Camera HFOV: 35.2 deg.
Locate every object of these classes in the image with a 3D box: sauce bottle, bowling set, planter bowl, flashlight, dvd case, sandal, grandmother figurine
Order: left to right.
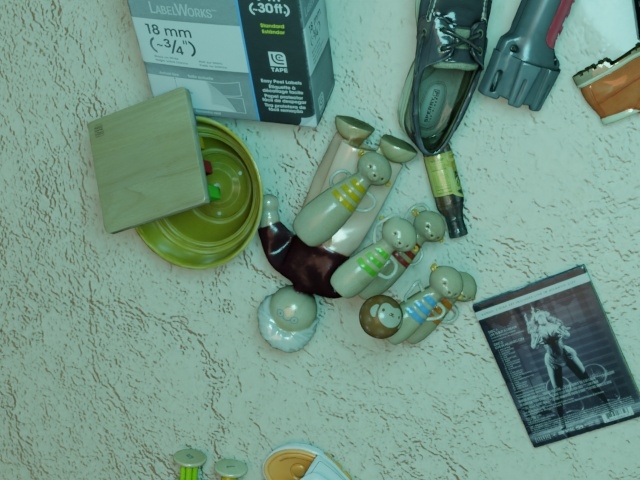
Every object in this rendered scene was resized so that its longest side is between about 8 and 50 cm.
[{"bbox_3d":[-0.164,-0.072,1.447,0.217,0.090,0.217,4,101,20],"label":"planter bowl"},{"bbox_3d":[0.000,0.000,1.409,0.208,0.104,0.342,29,107,19],"label":"grandmother figurine"},{"bbox_3d":[0.024,0.404,1.499,0.265,0.076,0.102,36,110,7],"label":"sandal"},{"bbox_3d":[0.113,0.043,1.289,0.154,0.200,0.287,-42,115,10],"label":"bowling set"},{"bbox_3d":[0.172,-0.067,1.367,0.042,0.042,0.128,-12,100,20],"label":"sauce bottle"},{"bbox_3d":[0.325,0.160,1.379,0.164,0.018,0.221,-23,95,22],"label":"dvd case"},{"bbox_3d":[0.303,-0.311,1.246,0.103,0.103,0.304,26,113,17],"label":"flashlight"}]

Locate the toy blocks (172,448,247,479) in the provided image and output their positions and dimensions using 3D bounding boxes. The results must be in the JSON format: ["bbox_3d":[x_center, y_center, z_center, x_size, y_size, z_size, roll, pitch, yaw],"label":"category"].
[{"bbox_3d":[-0.178,0.411,1.579,0.123,0.054,0.148,10,105,15],"label":"toy blocks"}]

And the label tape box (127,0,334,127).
[{"bbox_3d":[-0.122,-0.314,1.291,0.241,0.106,0.333,8,137,16],"label":"label tape box"}]

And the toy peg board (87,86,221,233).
[{"bbox_3d":[-0.220,-0.103,1.383,0.161,0.079,0.160,-16,78,22],"label":"toy peg board"}]

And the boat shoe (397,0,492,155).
[{"bbox_3d":[0.164,-0.237,1.265,0.103,0.092,0.285,3,124,-16],"label":"boat shoe"}]

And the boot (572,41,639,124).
[{"bbox_3d":[0.404,-0.205,1.256,0.158,0.059,0.084,-26,96,30],"label":"boot"}]

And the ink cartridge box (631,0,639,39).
[{"bbox_3d":[0.516,-0.338,1.134,0.333,0.065,0.165,-12,102,4],"label":"ink cartridge box"}]
